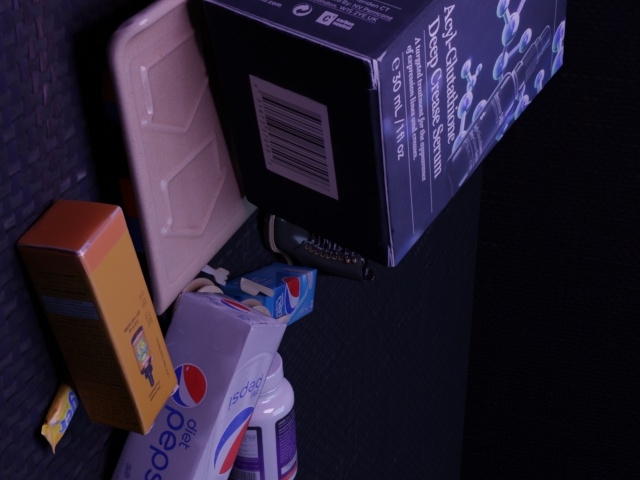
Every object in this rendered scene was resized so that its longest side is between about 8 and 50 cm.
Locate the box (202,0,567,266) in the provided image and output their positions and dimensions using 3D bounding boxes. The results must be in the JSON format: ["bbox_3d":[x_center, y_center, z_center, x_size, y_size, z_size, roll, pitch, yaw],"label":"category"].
[{"bbox_3d":[0.093,-0.225,1.220,0.395,0.212,0.293,-49,149,-29],"label":"box"}]

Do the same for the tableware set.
[{"bbox_3d":[-0.110,0.104,1.347,0.194,0.039,0.128,28,76,-57],"label":"tableware set"}]

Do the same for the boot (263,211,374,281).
[{"bbox_3d":[0.000,0.000,1.633,0.198,0.137,0.077,58,43,-64],"label":"boot"}]

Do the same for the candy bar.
[{"bbox_3d":[-0.243,0.134,1.118,0.040,0.018,0.161,76,29,-52],"label":"candy bar"}]

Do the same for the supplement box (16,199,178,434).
[{"bbox_3d":[-0.208,0.077,1.063,0.078,0.080,0.233,-59,145,-46],"label":"supplement box"}]

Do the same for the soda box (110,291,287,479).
[{"bbox_3d":[-0.142,0.204,1.222,0.091,0.098,0.286,8,104,-66],"label":"soda box"}]

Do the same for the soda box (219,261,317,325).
[{"bbox_3d":[-0.072,0.081,1.551,0.210,0.071,0.067,-23,121,-70],"label":"soda box"}]

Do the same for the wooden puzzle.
[{"bbox_3d":[-0.132,-0.141,1.208,0.322,0.080,0.348,-51,149,-48],"label":"wooden puzzle"}]

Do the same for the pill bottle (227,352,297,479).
[{"bbox_3d":[-0.088,0.245,1.520,0.108,0.108,0.193,-56,150,-54],"label":"pill bottle"}]

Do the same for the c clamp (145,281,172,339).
[{"bbox_3d":[-0.195,0.092,1.253,0.161,0.022,0.137,56,51,-68],"label":"c clamp"}]
